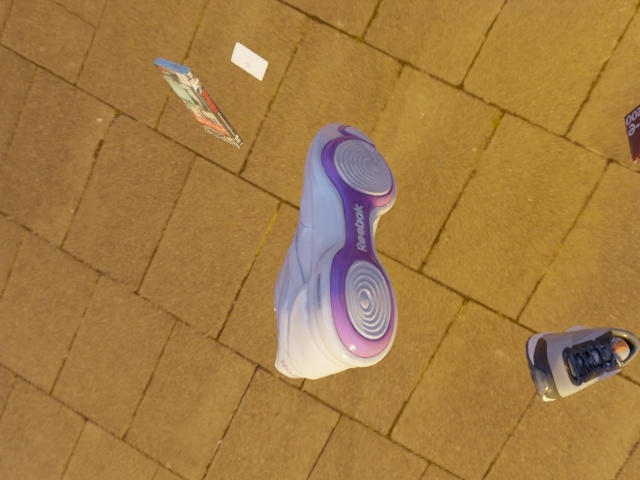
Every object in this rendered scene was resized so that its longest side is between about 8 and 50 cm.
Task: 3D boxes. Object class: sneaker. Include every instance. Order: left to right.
[{"bbox_3d":[0.000,0.000,0.621,0.114,0.305,0.152,27,139,-26],"label":"sneaker"},{"bbox_3d":[0.417,0.182,0.933,0.108,0.271,0.101,-23,79,46],"label":"sneaker"}]

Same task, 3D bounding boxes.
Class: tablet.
[{"bbox_3d":[-0.159,-0.400,1.308,0.083,0.006,0.054,34,139,1],"label":"tablet"}]

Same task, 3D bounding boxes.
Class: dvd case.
[{"bbox_3d":[-0.149,-0.169,0.723,0.013,0.119,0.087,-48,44,-11],"label":"dvd case"}]

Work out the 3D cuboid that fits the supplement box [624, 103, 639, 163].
[{"bbox_3d":[0.534,-0.162,0.735,0.239,0.130,0.073,-8,81,3],"label":"supplement box"}]
